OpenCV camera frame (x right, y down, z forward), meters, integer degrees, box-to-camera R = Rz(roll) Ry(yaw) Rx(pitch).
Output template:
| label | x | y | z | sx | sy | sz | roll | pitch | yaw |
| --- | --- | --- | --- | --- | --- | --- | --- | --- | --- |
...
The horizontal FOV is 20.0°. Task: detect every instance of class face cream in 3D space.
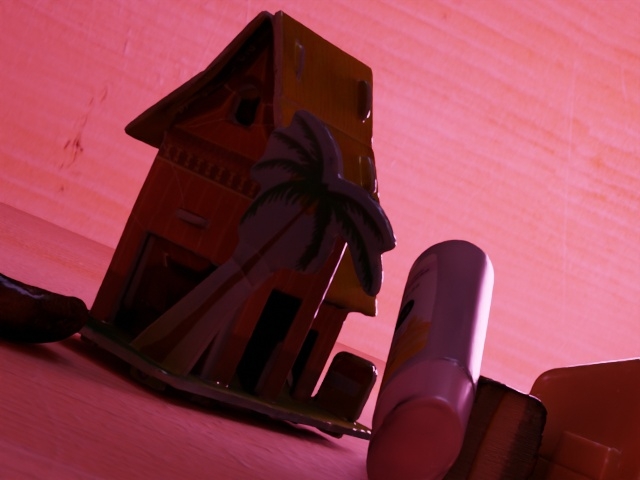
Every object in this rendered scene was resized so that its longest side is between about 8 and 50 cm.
| label | x | y | z | sx | sy | sz | roll | pitch | yaw |
| --- | --- | --- | --- | --- | --- | --- | --- | --- | --- |
| face cream | 0.093 | 0.097 | 1.478 | 0.073 | 0.107 | 0.269 | 25 | 30 | -4 |

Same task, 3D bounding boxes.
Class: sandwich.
| label | x | y | z | sx | sy | sz | roll | pitch | yaw |
| --- | --- | --- | --- | --- | --- | --- | --- | --- | --- |
| sandwich | 0.123 | 0.167 | 1.556 | 0.079 | 0.113 | 0.163 | 23 | 0 | -14 |

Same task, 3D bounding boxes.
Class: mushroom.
| label | x | y | z | sx | sy | sz | roll | pitch | yaw |
| --- | --- | --- | --- | --- | --- | --- | --- | --- | --- |
| mushroom | -0.236 | 0.047 | 1.376 | 0.123 | 0.052 | 0.123 | 25 | -7 | 3 |

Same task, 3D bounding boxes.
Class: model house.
| label | x | y | z | sx | sy | sz | roll | pitch | yaw |
| --- | --- | --- | --- | --- | --- | --- | --- | --- | --- |
| model house | 0.000 | 0.000 | 1.531 | 0.340 | 0.323 | 0.300 | 24 | 2 | 39 |

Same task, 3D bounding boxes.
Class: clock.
| label | x | y | z | sx | sy | sz | roll | pitch | yaw |
| --- | --- | --- | --- | --- | --- | --- | --- | --- | --- |
| clock | 0.284 | 0.207 | 1.568 | 0.244 | 0.200 | 0.317 | 26 | -8 | -18 |
